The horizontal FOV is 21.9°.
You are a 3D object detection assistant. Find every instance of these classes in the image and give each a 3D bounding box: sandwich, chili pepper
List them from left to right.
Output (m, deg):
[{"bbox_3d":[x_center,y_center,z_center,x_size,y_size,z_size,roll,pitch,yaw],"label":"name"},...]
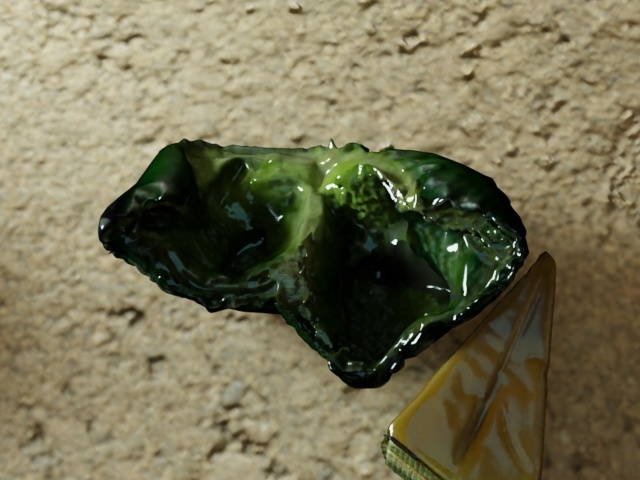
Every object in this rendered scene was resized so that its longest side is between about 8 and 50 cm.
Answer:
[{"bbox_3d":[0.003,0.007,1.075,0.264,0.116,0.148,5,32,10],"label":"chili pepper"},{"bbox_3d":[0.132,0.106,1.050,0.113,0.079,0.163,40,75,11],"label":"sandwich"}]
